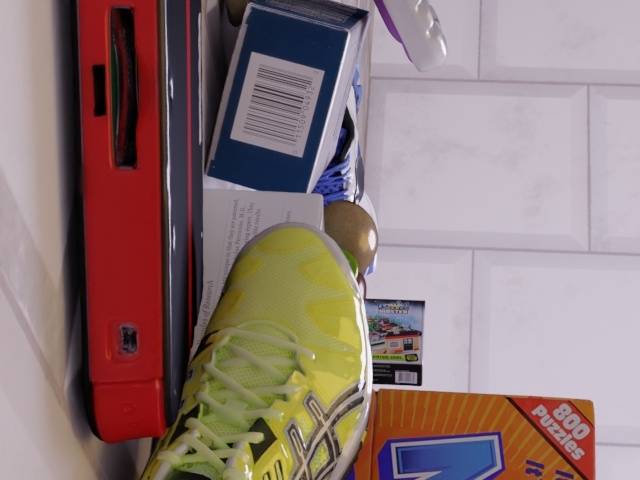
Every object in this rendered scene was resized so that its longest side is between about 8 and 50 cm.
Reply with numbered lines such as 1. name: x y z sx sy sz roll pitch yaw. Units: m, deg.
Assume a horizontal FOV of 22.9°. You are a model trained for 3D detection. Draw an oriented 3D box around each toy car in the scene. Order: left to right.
1. toy car: 0.000 0.000 1.672 0.155 0.149 0.188 101 15 -58

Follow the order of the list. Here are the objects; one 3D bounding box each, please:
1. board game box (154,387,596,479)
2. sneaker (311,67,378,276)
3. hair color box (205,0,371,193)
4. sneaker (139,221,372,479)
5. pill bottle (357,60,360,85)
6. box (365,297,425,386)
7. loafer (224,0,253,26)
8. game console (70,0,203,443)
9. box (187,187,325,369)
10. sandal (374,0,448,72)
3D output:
1. board game box: 0.041 0.358 1.346 0.356 0.356 0.356 84 10 -61
2. sneaker: -0.002 -0.095 2.120 0.182 0.127 0.316 -53 138 -75
3. hair color box: -0.026 -0.158 1.626 0.347 0.105 0.174 -63 168 -78
4. sneaker: -0.052 0.157 1.137 0.147 0.145 0.385 78 24 -66
5. pill bottle: 0.015 -0.264 2.345 0.160 0.087 0.087 87 7 -48
6. box: 0.017 0.114 1.822 0.114 0.207 0.036 -83 173 -51
7. loafer: -0.068 -0.280 1.561 0.056 0.050 0.148 80 13 -69
8. game console: -0.119 -0.085 1.099 0.342 0.060 0.387 -92 -176 -72
9. box: -0.059 0.075 1.430 0.181 0.119 0.182 85 9 -56
10. sandal: 0.004 -0.339 1.615 0.416 0.102 0.169 59 10 -18
